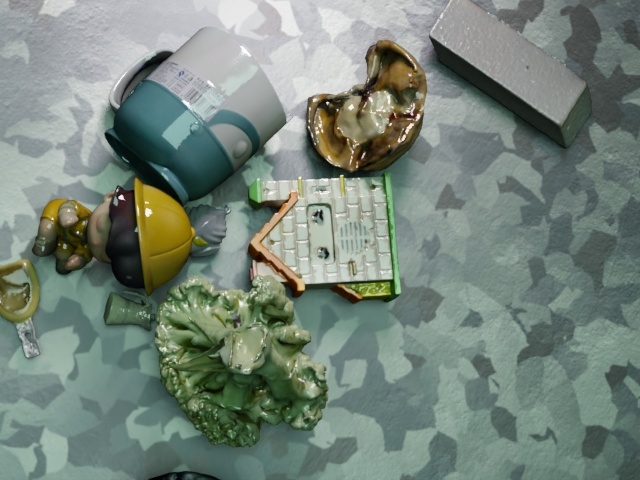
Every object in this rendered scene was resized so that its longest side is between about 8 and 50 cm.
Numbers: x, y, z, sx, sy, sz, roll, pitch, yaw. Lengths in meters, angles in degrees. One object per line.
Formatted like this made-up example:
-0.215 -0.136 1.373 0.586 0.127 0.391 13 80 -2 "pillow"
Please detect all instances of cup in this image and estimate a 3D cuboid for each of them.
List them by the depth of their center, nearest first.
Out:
-0.229 -0.222 1.790 0.290 0.219 0.257 37 73 28 "cup"

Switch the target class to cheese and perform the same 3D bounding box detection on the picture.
-0.500 0.117 1.749 0.086 0.036 0.162 -17 83 -13 "cheese"

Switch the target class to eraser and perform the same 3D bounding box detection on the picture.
0.363 -0.319 1.986 0.353 0.077 0.111 34 78 -4 "eraser"

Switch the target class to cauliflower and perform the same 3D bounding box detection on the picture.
-0.113 0.180 1.700 0.327 0.281 0.260 36 50 -10 "cauliflower"

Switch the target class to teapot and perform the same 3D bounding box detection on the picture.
-0.319 0.119 1.778 0.083 0.057 0.067 15 103 -16 "teapot"

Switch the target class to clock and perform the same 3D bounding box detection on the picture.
0.000 0.000 1.844 0.255 0.106 0.219 -2 79 -7 "clock"

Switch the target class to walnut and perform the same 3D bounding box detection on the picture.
0.102 -0.218 1.871 0.238 0.141 0.204 -37 62 21 "walnut"

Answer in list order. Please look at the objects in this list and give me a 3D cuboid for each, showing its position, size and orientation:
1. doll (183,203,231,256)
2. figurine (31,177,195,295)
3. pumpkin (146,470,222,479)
-0.226 -0.003 1.811 0.180 0.079 0.094 -37 89 -3 "doll"
-0.332 -0.014 1.718 0.257 0.192 0.167 12 49 17 "figurine"
-0.218 0.518 1.637 0.315 0.238 0.315 0 60 0 "pumpkin"
